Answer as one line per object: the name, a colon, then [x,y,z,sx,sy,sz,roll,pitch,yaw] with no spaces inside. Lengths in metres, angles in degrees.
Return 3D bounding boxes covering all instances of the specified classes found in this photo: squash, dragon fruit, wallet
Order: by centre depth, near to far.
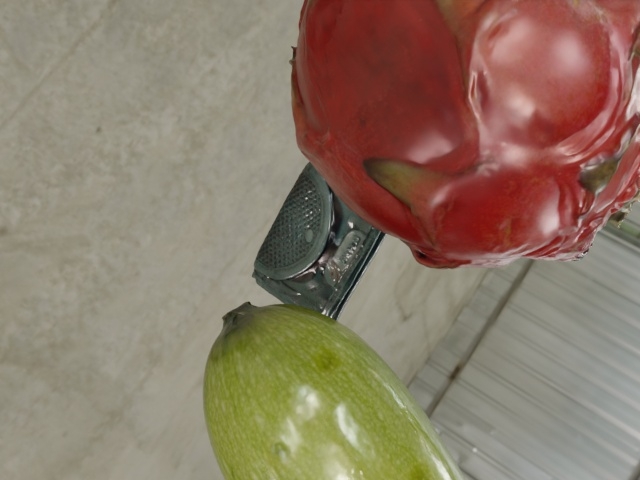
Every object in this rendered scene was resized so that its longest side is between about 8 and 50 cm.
dragon fruit: [0.072,-0.074,0.394,0.172,0.209,0.172,-50,174,-8]
squash: [0.012,0.147,0.503,0.132,0.132,0.247,-42,108,-34]
wallet: [0.000,0.000,0.657,0.026,0.088,0.129,-17,139,-62]
